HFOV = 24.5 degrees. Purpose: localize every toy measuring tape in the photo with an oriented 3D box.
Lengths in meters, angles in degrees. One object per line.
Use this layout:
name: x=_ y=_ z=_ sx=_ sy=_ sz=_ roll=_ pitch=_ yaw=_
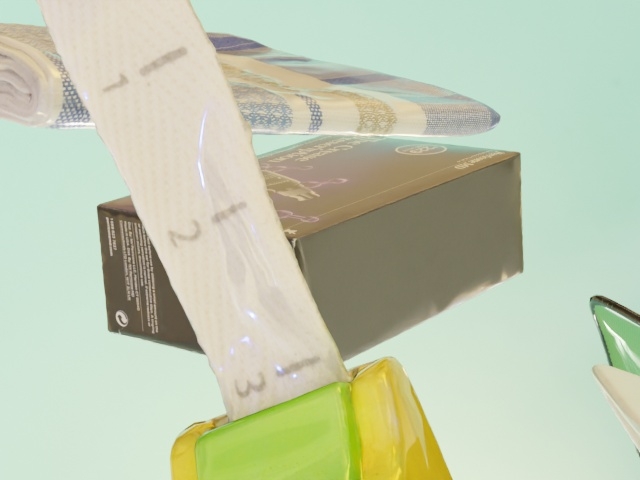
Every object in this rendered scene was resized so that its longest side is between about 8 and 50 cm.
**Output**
toy measuring tape: x=-0.015 y=0.063 z=0.334 sx=0.121 sy=0.121 sz=0.330 roll=-25 pitch=95 yaw=-16

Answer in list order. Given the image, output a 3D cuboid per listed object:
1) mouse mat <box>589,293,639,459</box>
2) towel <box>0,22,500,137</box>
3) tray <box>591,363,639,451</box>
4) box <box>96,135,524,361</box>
mouse mat: x=0.175 y=0.113 z=0.570 sx=0.007 sy=0.152 sz=0.190 roll=-37 pitch=126 yaw=-15
towel: x=-0.076 y=-0.083 z=0.727 sx=0.285 sy=0.209 sz=0.034 roll=-2 pitch=105 yaw=-44
tray: x=0.162 y=0.150 z=0.380 sx=0.030 sy=0.145 sz=0.270 roll=-33 pitch=95 yaw=3
box: x=0.000 y=0.000 z=1.055 sx=0.261 sy=0.184 sz=0.103 roll=-22 pitch=117 yaw=-47
